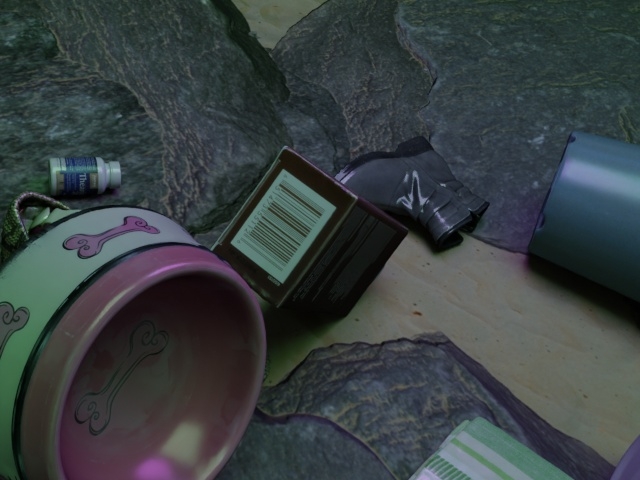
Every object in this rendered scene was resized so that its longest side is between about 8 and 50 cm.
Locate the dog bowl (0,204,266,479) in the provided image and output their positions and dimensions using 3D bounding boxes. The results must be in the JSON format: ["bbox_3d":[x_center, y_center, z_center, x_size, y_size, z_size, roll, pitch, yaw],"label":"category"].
[{"bbox_3d":[-0.231,0.169,1.039,0.150,0.408,0.408,18,39,35],"label":"dog bowl"}]

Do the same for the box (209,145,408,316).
[{"bbox_3d":[0.000,0.000,1.306,0.143,0.191,0.381,37,4,19],"label":"box"}]

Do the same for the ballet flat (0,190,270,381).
[{"bbox_3d":[-0.287,0.069,1.294,0.483,0.182,0.164,28,48,8],"label":"ballet flat"}]

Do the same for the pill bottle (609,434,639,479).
[{"bbox_3d":[0.612,0.440,1.226,0.363,0.210,0.210,29,46,9],"label":"pill bottle"}]

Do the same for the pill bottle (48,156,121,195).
[{"bbox_3d":[-0.419,-0.114,1.502,0.120,0.067,0.067,-3,49,-21],"label":"pill bottle"}]

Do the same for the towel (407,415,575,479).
[{"bbox_3d":[0.229,0.409,1.222,0.248,0.038,0.325,33,44,28],"label":"towel"}]

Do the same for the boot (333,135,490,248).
[{"bbox_3d":[0.167,-0.069,1.630,0.338,0.118,0.222,-29,67,-32],"label":"boot"}]

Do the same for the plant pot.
[{"bbox_3d":[0.596,-0.039,1.613,0.334,0.341,0.341,20,44,13],"label":"plant pot"}]
